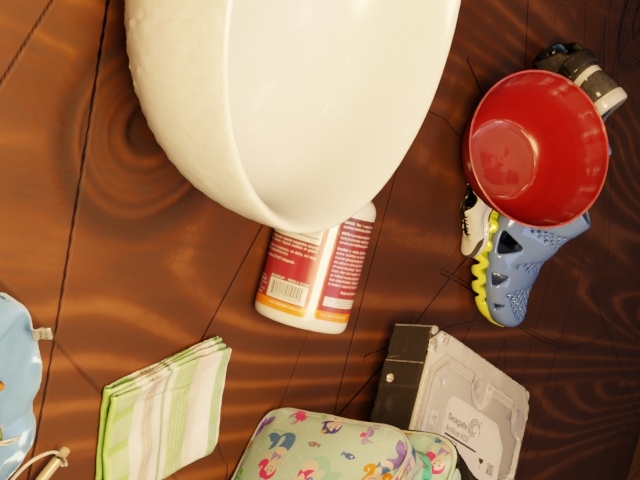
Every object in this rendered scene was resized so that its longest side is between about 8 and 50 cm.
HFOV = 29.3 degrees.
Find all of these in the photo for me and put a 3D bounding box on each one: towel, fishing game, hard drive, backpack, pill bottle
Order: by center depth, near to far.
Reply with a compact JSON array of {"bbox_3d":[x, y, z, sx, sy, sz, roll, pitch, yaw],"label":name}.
[{"bbox_3d":[-0.230,0.117,0.755,0.189,0.041,0.264,-53,148,-30],"label":"fishing game"},{"bbox_3d":[-0.127,0.150,0.994,0.152,0.023,0.113,-22,124,-58],"label":"towel"},{"bbox_3d":[0.000,0.000,1.082,0.086,0.086,0.152,8,99,-64],"label":"pill bottle"},{"bbox_3d":[0.014,0.287,1.126,0.191,0.225,0.253,46,60,-41],"label":"backpack"},{"bbox_3d":[0.127,0.289,1.358,0.237,0.064,0.339,37,61,-44],"label":"hard drive"}]

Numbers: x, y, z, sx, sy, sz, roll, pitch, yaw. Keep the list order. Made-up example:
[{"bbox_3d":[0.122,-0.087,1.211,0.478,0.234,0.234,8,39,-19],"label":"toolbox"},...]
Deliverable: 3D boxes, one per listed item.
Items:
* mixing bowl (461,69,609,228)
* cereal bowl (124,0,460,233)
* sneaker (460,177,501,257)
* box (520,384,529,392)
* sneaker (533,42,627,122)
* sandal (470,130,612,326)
[{"bbox_3d":[0.233,-0.101,1.427,0.181,0.181,0.098,-67,-162,-12],"label":"mixing bowl"},{"bbox_3d":[-0.027,-0.183,0.859,0.339,0.141,0.339,-41,140,-48],"label":"cereal bowl"},{"bbox_3d":[0.185,-0.028,1.497,0.043,0.040,0.109,-5,119,-31],"label":"sneaker"},{"bbox_3d":[0.243,0.283,1.756,0.169,0.059,0.054,-69,156,-9],"label":"box"},{"bbox_3d":[0.322,-0.194,1.615,0.079,0.121,0.217,-32,172,-17],"label":"sneaker"},{"bbox_3d":[0.277,-0.033,1.547,0.126,0.138,0.317,-35,138,-63],"label":"sandal"}]
